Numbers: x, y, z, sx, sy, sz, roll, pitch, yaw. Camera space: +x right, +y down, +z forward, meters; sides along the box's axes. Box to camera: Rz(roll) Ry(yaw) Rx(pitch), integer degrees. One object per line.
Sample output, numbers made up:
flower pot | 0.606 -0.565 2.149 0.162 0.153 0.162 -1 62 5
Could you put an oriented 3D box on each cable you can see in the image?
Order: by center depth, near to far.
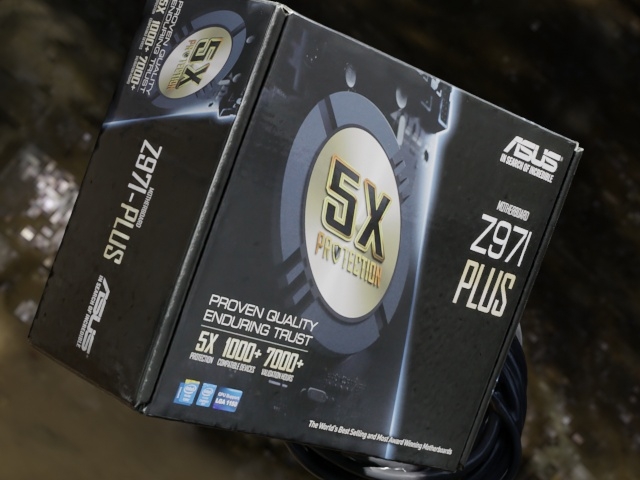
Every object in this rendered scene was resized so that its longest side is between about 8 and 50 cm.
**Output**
cable | 0.032 0.050 0.750 0.184 0.047 0.150 47 51 5

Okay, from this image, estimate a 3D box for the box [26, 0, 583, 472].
box | 0.000 0.000 0.586 0.180 0.147 0.077 19 2 -44
